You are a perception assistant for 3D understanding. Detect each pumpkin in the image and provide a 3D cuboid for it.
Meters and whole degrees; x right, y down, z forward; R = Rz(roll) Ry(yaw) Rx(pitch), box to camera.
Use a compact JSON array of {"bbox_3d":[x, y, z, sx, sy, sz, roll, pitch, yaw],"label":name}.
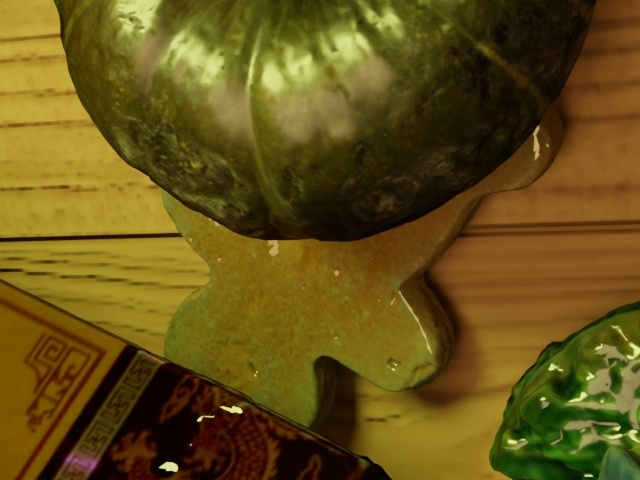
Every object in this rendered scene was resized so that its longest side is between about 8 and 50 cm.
[{"bbox_3d":[-0.006,-0.105,0.721,0.219,0.162,0.219,-1,87,17],"label":"pumpkin"}]

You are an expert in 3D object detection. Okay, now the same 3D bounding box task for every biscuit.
[{"bbox_3d":[0.000,0.000,0.854,0.153,0.030,0.234,37,122,18],"label":"biscuit"}]

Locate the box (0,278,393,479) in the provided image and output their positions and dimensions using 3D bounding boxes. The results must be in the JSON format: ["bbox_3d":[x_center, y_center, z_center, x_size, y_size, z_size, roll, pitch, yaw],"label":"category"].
[{"bbox_3d":[-0.190,0.141,0.850,0.415,0.264,0.116,23,160,27],"label":"box"}]

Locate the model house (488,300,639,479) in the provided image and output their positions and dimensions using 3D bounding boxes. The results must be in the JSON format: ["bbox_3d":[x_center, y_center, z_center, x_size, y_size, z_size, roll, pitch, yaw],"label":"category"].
[{"bbox_3d":[0.127,0.140,0.743,0.195,0.189,0.214,20,117,19],"label":"model house"}]
